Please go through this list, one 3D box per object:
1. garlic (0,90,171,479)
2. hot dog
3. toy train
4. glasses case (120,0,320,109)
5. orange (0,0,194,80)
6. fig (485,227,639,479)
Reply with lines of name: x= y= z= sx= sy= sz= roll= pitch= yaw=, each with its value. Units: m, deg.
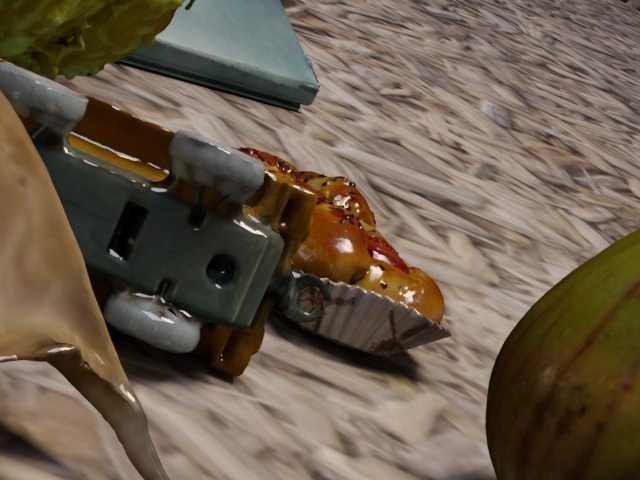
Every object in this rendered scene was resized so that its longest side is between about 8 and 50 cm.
garlic: x=-0.197 y=-0.016 z=0.628 sx=0.338 sy=0.151 sz=0.196 roll=22 pitch=40 yaw=-43
hot dog: x=0.000 y=0.000 z=0.992 sx=0.108 sy=0.059 sz=0.191 roll=24 pitch=12 yaw=-26
toy train: x=-0.099 y=-0.018 z=0.825 sx=0.219 sy=0.089 sz=0.127 roll=22 pitch=5 yaw=-12
glasses case: x=-0.126 y=-0.149 z=1.338 sx=0.266 sy=0.056 sz=0.105 roll=12 pitch=44 yaw=-43
orange: x=-0.199 y=-0.205 z=1.054 sx=0.300 sy=0.223 sz=0.301 roll=43 pitch=17 yaw=21
fig: x=0.161 y=0.018 z=0.794 sx=0.151 sy=0.259 sz=0.151 roll=18 pitch=9 yaw=-3
